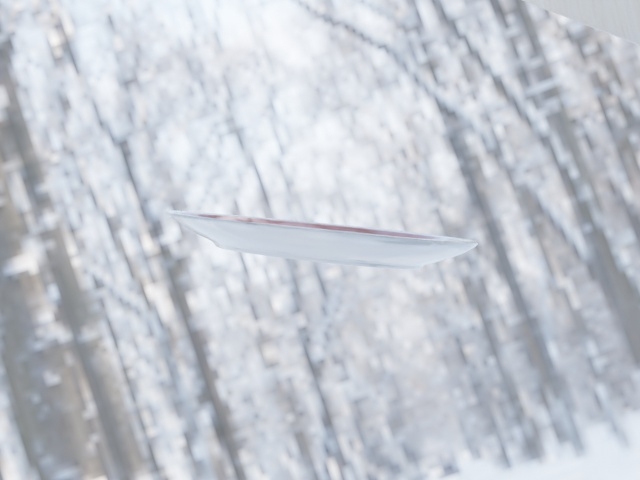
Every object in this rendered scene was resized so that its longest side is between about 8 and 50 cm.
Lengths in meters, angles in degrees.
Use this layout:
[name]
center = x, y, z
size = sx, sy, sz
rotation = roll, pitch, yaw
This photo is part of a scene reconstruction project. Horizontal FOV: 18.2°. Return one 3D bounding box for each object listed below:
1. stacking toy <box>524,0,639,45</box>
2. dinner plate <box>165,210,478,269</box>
[stacking toy]
center = 0.188, -0.067, 0.551
size = 0.130, 0.279, 0.309
rotation = -36, -16, -54
[dinner plate]
center = 0.000, 0.000, 0.897
size = 0.141, 0.017, 0.141
rotation = 7, 1, 0
